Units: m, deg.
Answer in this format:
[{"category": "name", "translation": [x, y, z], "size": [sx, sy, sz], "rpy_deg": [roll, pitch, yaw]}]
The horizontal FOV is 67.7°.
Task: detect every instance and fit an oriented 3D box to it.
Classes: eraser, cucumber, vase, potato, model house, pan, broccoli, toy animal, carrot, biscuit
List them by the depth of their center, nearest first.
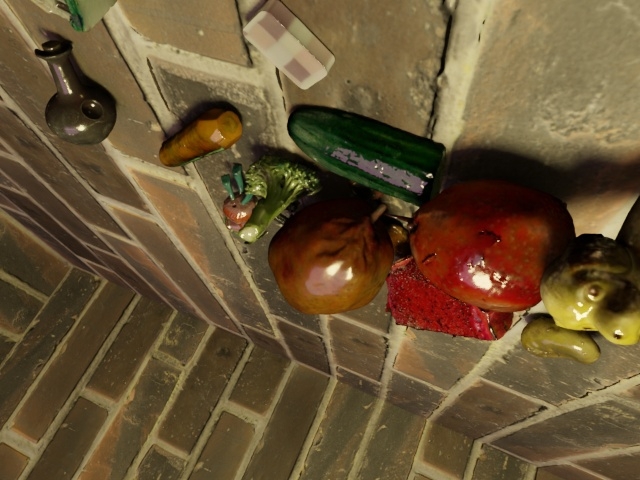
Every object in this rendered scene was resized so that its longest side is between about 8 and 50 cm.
[{"category": "toy animal", "translation": [0.342, 0.013, 0.476], "size": [0.169, 0.233, 0.121], "rpy_deg": [28, -169, 4]}, {"category": "eraser", "translation": [-0.038, -0.235, 0.579], "size": [0.105, 0.026, 0.065], "rpy_deg": [38, 157, -26]}, {"category": "model house", "translation": [-0.319, -0.334, 0.583], "size": [0.100, 0.087, 0.100], "rpy_deg": [26, 153, -4]}, {"category": "cucumber", "translation": [0.058, -0.117, 0.686], "size": [0.244, 0.063, 0.115], "rpy_deg": [23, 156, 11]}, {"category": "broccoli", "translation": [-0.079, -0.064, 0.773], "size": [0.122, 0.204, 0.118], "rpy_deg": [30, 125, -7]}, {"category": "pan", "translation": [0.084, -0.074, 0.790], "size": [0.069, 0.023, 0.115], "rpy_deg": [6, 149, 36]}, {"category": "vase", "translation": [-0.439, -0.260, 0.844], "size": [0.120, 0.120, 0.182], "rpy_deg": [19, 141, 17]}, {"category": "carrot", "translation": [-0.221, -0.175, 0.847], "size": [0.070, 0.070, 0.260], "rpy_deg": [39, 156, -28]}, {"category": "biscuit", "translation": [0.118, -0.008, 0.900], "size": [0.130, 0.019, 0.119], "rpy_deg": [14, 154, 26]}, {"category": "potato", "translation": [0.453, 0.188, 0.904], "size": [0.138, 0.070, 0.091], "rpy_deg": [5, 147, 37]}, {"category": "toy animal", "translation": [-0.151, -0.069, 0.985], "size": [0.104, 0.100, 0.208], "rpy_deg": [-12, 155, -11]}]

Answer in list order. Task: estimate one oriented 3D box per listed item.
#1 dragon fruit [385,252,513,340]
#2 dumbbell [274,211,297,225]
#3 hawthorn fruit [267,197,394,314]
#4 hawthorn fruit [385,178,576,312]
[{"category": "dragon fruit", "translation": [0.224, 0.088, 0.851], "size": [0.189, 0.162, 0.262], "rpy_deg": [5, 172, -31]}, {"category": "dumbbell", "translation": [0.000, 0.000, 0.961], "size": [0.254, 0.081, 0.081], "rpy_deg": [29, 156, -6]}, {"category": "hawthorn fruit", "translation": [0.030, 0.011, 0.796], "size": [0.208, 0.208, 0.248], "rpy_deg": [29, 142, -8]}, {"category": "hawthorn fruit", "translation": [0.197, 0.003, 0.620], "size": [0.235, 0.181, 0.181], "rpy_deg": [10, 154, 10]}]
